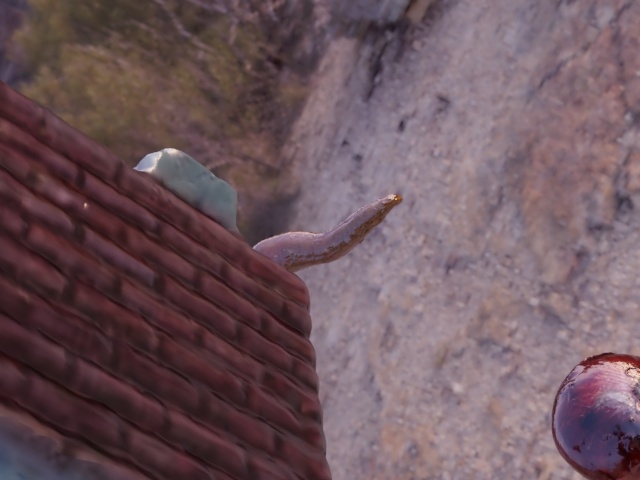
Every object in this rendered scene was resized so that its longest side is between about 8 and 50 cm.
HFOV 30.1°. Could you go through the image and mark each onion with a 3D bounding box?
[{"bbox_3d":[0.268,0.162,1.052,0.131,0.131,0.131,-54,22,35],"label":"onion"}]

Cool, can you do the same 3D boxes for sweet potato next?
[{"bbox_3d":[0.000,0.000,1.308,0.214,0.050,0.050,-20,45,34],"label":"sweet potato"}]

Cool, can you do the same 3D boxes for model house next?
[{"bbox_3d":[-0.156,0.039,0.390,0.230,0.280,0.248,-24,39,43],"label":"model house"}]
